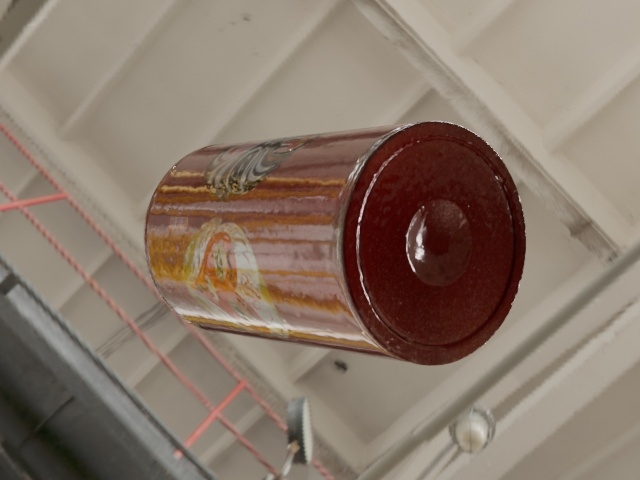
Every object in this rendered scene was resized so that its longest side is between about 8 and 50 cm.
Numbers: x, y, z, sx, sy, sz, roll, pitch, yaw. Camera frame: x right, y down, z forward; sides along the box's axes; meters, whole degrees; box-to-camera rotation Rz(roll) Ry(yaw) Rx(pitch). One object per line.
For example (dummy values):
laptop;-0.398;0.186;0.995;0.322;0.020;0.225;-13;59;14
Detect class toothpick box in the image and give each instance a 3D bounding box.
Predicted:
toothpick box;0.000;0.000;1.014;0.333;0.204;0.204;3;-78;54
